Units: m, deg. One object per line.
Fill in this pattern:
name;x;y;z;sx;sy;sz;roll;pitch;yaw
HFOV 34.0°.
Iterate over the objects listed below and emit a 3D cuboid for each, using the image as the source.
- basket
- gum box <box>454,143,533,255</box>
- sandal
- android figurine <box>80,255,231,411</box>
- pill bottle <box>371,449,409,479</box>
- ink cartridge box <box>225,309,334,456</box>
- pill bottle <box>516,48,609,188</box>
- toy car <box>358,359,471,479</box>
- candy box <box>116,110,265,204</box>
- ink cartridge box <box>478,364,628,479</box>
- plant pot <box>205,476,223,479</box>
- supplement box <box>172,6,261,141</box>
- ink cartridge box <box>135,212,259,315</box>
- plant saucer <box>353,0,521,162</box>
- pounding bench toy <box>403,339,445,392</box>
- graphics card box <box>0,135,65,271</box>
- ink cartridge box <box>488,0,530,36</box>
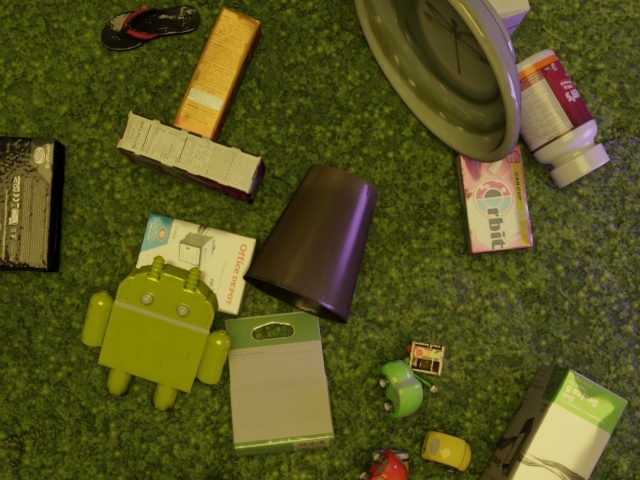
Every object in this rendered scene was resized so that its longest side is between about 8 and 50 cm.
basket;0.000;0.000;1.779;0.204;0.154;0.227;30;76;-31
gum box;0.302;-0.074;1.836;0.107;0.062;0.188;-7;86;-2
sandal;-0.304;-0.384;1.856;0.179;0.040;0.067;-14;86;-2
android figurine;-0.272;0.153;1.757;0.248;0.056;0.273;20;112;-2
pill bottle;0.118;0.420;1.793;0.065;0.065;0.116;3;86;-1
ink cartridge box;-0.073;0.246;1.810;0.171;0.056;0.235;-6;62;-2
pill bottle;0.403;-0.210;1.819;0.121;0.121;0.221;-30;87;-3
toy car;0.151;0.311;1.752;0.239;0.053;0.225;-13;91;-31
candy box;-0.216;-0.137;1.781;0.233;0.159;0.071;20;85;1
ink cartridge box;0.373;0.353;1.737;0.115;0.198;0.273;30;85;1
plant pot;-0.216;0.513;1.705;0.207;0.227;0.228;-19;86;-9
supplement box;-0.179;-0.284;1.834;0.080;0.078;0.233;20;86;0
ink cartridge box;-0.215;0.042;1.807;0.190;0.082;0.140;13;86;1
plant saucer;0.208;-0.315;1.692;0.100;0.400;0.400;-35;87;-13
pounding bench toy;0.175;0.218;1.816;0.065;0.052;0.083;9;86;-1
graphics card box;-0.634;-0.066;1.799;0.371;0.094;0.233;1;85;0
ink cartridge box;0.275;-0.424;1.783;0.092;0.219;0.160;-14;86;-3
